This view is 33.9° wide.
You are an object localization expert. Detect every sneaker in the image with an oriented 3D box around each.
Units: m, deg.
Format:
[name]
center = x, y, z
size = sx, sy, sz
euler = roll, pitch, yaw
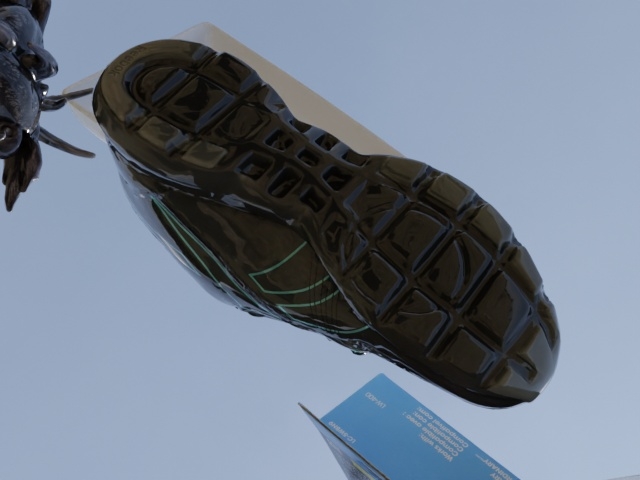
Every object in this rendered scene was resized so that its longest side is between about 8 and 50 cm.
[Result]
[sneaker]
center = 0.000, 0.000, 0.541
size = 0.267, 0.106, 0.101
euler = 36, -125, 12

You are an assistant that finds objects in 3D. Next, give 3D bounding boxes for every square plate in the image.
[square plate]
center = -0.047, -0.080, 1.059
size = 0.049, 0.344, 0.347
euler = -55, 179, 28

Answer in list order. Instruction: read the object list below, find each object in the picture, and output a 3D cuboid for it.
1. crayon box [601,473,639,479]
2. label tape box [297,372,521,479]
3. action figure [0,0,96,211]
[crayon box]
center = 0.037, 0.178, 0.431
size = 0.313, 0.363, 0.106
euler = -10, -100, 4
[label tape box]
center = 0.128, 0.263, 1.102
size = 0.241, 0.333, 0.106
euler = 36, -106, 28
[action figure]
center = -0.237, -0.113, 0.572
size = 0.141, 0.276, 0.164
euler = -4, -110, 19
